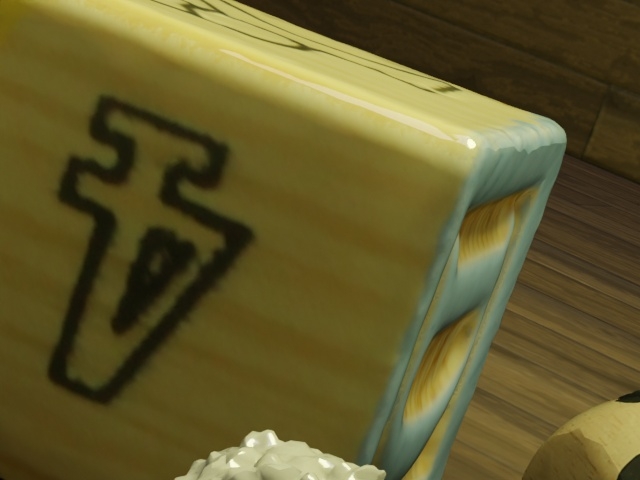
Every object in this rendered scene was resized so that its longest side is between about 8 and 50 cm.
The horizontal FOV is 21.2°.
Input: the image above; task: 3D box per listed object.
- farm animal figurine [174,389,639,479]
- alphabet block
[{"bbox_3d":[0.158,0.135,0.481,0.330,0.172,0.327,12,14,-36],"label":"farm animal figurine"},{"bbox_3d":[-0.034,0.010,0.706,0.197,0.193,0.192,23,10,15],"label":"alphabet block"}]
